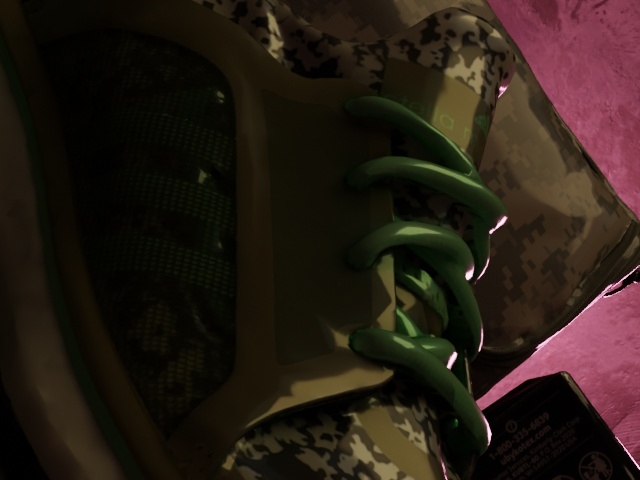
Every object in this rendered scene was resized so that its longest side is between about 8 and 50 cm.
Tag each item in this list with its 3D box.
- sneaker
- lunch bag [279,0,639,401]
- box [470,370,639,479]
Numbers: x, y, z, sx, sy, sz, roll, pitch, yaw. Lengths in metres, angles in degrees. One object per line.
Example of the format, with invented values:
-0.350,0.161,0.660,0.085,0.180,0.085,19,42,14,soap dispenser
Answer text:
-0.003,-0.001,0.408,0.410,0.182,0.158,54,-1,33,sneaker
0.009,-0.039,0.757,0.305,0.256,0.212,54,-1,-7,lunch bag
0.113,0.182,0.809,0.143,0.165,0.270,54,-1,9,box
